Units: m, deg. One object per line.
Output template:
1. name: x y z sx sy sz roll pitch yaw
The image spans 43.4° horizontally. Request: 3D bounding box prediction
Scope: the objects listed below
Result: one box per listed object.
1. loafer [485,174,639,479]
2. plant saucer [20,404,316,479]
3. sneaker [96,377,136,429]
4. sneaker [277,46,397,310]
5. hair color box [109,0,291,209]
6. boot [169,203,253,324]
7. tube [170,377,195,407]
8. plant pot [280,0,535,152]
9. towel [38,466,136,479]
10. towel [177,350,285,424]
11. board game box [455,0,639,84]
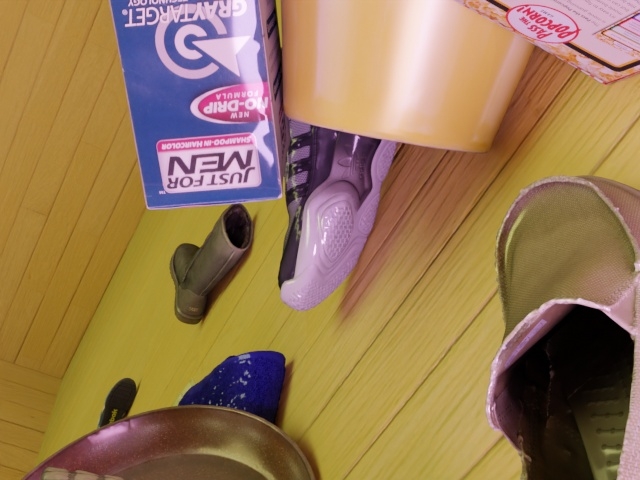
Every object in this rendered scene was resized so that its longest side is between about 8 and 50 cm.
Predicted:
1. loafer: 0.122 0.046 0.360 0.102 0.092 0.268 -57 20 29
2. plant saucer: -0.148 0.262 0.669 0.310 0.311 0.050 -100 -2 -60
3. sneaker: -0.421 0.343 1.646 0.144 0.053 0.059 -65 15 3
4. sneaker: -0.019 -0.076 0.780 0.101 0.153 0.268 14 -85 -65
5. hair color box: -0.093 -0.214 0.591 0.174 0.105 0.347 -88 -7 -69
6. boot: -0.182 0.014 1.321 0.189 0.076 0.208 -107 34 -43
7. tube: -0.229 0.309 1.126 0.070 0.062 0.240 27 88 32
8. plant pot: 0.073 -0.197 0.604 0.254 0.254 0.238 -135 53 -71
9. towel: -0.060 0.247 0.412 0.283 0.235 0.121 -129 60 -71
10. towel: -0.131 0.279 0.838 0.227 0.076 0.308 -48 26 48
11. board game box: 0.159 -0.150 0.409 0.193 0.147 0.045 -10 59 69
